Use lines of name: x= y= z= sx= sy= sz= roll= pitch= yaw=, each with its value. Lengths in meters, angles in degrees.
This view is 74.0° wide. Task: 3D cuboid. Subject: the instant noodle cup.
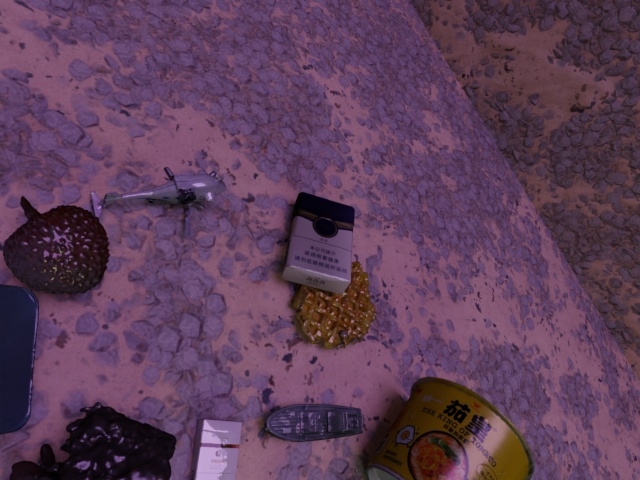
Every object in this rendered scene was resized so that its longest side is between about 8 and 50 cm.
instant noodle cup: x=0.275 y=0.522 z=0.977 sx=0.254 sy=0.326 sz=0.325 roll=-36 pitch=93 yaw=-31

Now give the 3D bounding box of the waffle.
waffle: x=0.038 y=0.151 z=1.123 sx=0.281 sy=0.060 sz=0.262 roll=-7 pitch=71 yaw=-40

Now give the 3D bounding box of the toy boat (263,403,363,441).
toy boat: x=-0.008 y=0.405 z=0.949 sx=0.261 sy=0.085 sz=0.078 roll=14 pitch=62 yaw=-32

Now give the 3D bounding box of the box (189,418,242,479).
box: x=-0.204 y=0.431 z=0.821 sx=0.084 sy=0.040 sz=0.154 roll=17 pitch=59 yaw=-27

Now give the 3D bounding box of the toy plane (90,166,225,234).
toy plane: x=-0.343 y=-0.114 z=0.930 sx=0.273 sy=0.107 sz=0.181 roll=9 pitch=59 yaw=-29

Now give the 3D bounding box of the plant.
plant: x=-0.350 y=0.368 z=0.652 sx=0.234 sy=0.204 sz=0.178 roll=18 pitch=19 yaw=-15

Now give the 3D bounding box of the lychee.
lychee: x=-0.462 y=0.007 z=0.743 sx=0.197 sy=0.165 sz=0.165 roll=57 pitch=47 yaw=-17

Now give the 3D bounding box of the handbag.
handbag: x=-0.525 y=0.177 z=0.627 sx=0.179 sy=0.062 sz=0.229 roll=26 pitch=54 yaw=-61

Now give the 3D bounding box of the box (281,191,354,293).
box: x=0.000 y=0.000 z=1.107 sx=0.168 sy=0.071 sz=0.259 roll=15 pitch=51 yaw=-11
